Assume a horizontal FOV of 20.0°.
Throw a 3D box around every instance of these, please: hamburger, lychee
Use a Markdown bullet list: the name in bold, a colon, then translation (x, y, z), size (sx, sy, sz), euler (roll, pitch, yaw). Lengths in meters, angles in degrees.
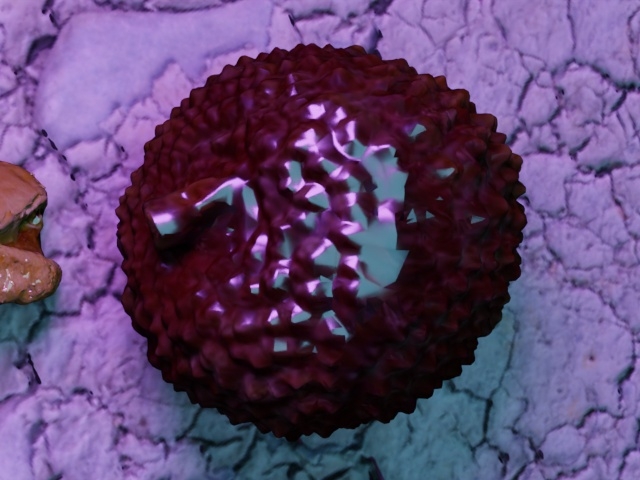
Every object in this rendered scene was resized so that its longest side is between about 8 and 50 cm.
- **hamburger**: translation (-0.312, 0.004, 1.333), size (0.262, 0.131, 0.124), euler (-12, 93, -25)
- **lychee**: translation (0.000, 0.000, 1.371), size (0.330, 0.306, 0.306), euler (13, 83, -47)
